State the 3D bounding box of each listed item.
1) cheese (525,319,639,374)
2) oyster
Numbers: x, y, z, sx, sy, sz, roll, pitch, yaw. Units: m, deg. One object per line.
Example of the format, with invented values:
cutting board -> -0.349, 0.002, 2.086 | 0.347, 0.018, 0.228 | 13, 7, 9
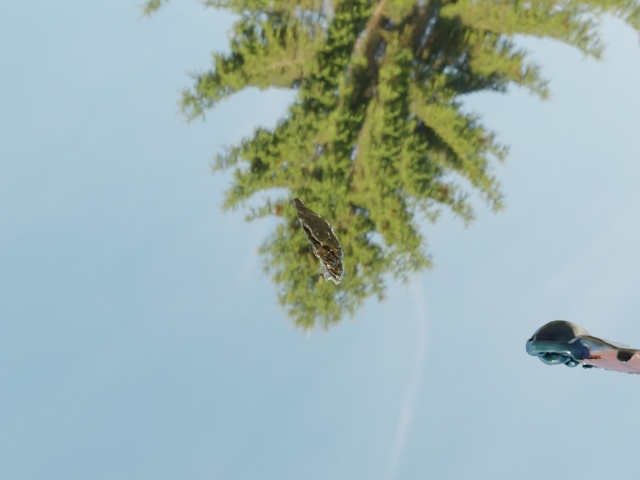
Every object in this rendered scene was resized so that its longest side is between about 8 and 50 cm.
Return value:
cheese -> 0.332, 0.105, 0.773 | 0.217, 0.329, 0.129 | 22, -105, -41
oyster -> 0.000, 0.000, 0.946 | 0.034, 0.093, 0.051 | -28, -159, -8
